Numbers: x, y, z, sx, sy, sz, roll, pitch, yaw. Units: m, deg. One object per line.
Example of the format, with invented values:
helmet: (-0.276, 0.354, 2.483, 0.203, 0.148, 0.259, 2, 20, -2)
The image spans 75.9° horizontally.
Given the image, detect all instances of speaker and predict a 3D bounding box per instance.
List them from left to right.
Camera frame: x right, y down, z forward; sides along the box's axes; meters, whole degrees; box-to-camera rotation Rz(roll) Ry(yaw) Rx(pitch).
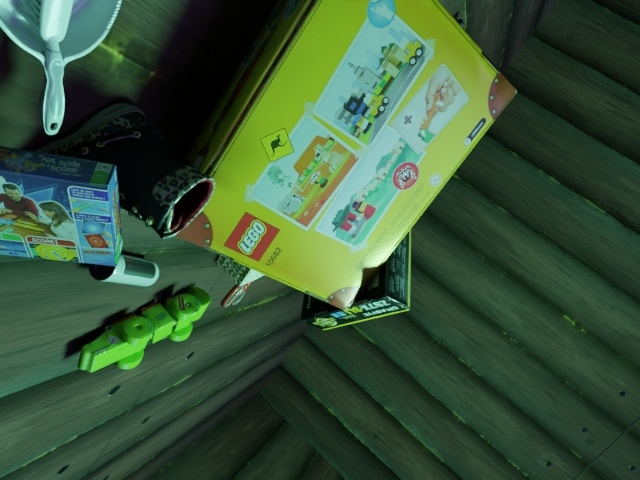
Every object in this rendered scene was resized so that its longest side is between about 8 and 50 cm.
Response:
speaker: (-0.364, 0.054, 0.766, 0.055, 0.055, 0.136, -50, 165, -2)

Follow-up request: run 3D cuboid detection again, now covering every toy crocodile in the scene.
toy crocodile: (-0.395, 0.198, 0.964, 0.340, 0.105, 0.115, -25, 152, -50)

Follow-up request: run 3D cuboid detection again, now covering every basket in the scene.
basket: (-0.192, 0.041, 1.143, 0.103, 0.113, 0.167, -53, 166, 25)

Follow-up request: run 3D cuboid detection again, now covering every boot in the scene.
boot: (-0.271, -0.055, 0.521, 0.236, 0.178, 0.085, -47, 166, -17)

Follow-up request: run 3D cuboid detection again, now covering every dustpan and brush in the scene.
dustpan and brush: (-0.264, -0.209, 0.400, 0.147, 0.060, 0.211, -28, 153, -57)

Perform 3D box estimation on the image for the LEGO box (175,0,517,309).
LEGO box: (0.021, -0.171, 0.712, 0.372, 0.193, 0.500, 29, 105, -31)

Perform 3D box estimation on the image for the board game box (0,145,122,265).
board game box: (-0.324, -0.036, 0.433, 0.136, 0.201, 0.035, 115, -24, -45)

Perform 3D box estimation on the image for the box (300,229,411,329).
box: (0.080, 0.018, 0.911, 0.257, 0.079, 0.322, -24, -133, 43)

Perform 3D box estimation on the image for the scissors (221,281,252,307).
scissors: (-0.224, 0.115, 1.403, 0.297, 0.021, 0.109, -48, 164, -3)

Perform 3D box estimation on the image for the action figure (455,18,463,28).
action figure: (0.382, -0.566, 1.401, 0.330, 0.178, 0.341, -41, 137, -56)
